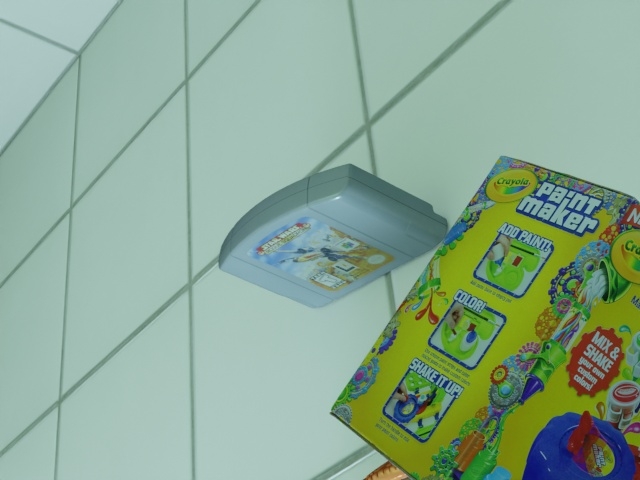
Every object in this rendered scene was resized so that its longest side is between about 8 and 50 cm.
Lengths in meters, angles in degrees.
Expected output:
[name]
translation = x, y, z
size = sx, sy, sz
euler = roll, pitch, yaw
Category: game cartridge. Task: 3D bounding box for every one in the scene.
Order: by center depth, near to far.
[game cartridge]
translation = 0.000, 0.000, 1.540
size = 0.297, 0.198, 0.062
euler = -31, 48, 45

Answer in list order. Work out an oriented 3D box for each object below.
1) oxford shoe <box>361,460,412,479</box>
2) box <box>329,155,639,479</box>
[oxford shoe]
translation = 0.088, 0.330, 1.330
size = 0.363, 0.130, 0.133
euler = -37, 76, 31
[box]
translation = 0.219, 0.128, 1.005
size = 0.279, 0.290, 0.177
euler = -56, 32, -4
